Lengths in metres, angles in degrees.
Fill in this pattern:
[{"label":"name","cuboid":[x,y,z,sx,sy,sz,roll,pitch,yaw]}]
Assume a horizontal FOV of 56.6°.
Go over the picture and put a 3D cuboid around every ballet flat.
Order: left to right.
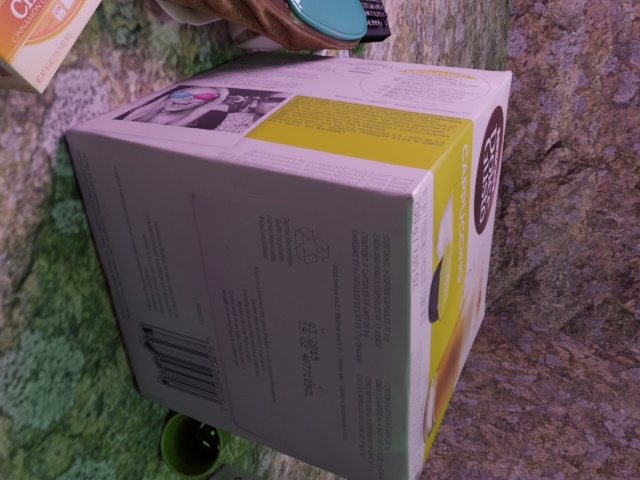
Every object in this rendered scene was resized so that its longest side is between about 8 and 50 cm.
[{"label":"ballet flat","cuboid":[-0.082,-0.262,0.636,0.342,0.124,0.116,-8,80,-57]}]

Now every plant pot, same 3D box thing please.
[{"label":"plant pot","cuboid":[-0.155,0.261,0.783,0.079,0.083,0.084,34,70,-76]}]

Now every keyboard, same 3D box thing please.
[{"label":"keyboard","cuboid":[0.045,-0.332,0.924,0.317,0.033,0.202,-32,112,-57]}]

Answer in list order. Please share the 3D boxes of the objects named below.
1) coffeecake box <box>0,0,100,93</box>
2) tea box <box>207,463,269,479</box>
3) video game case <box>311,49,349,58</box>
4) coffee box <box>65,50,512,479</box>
[{"label":"coffeecake box","cuboid":[-0.236,-0.216,0.395,0.143,0.068,0.185,-68,153,-19]},{"label":"tea box","cuboid":[-0.137,0.538,0.763,0.329,0.219,0.324,-17,115,-62]},{"label":"video game case","cuboid":[0.014,-0.203,0.982,0.206,0.026,0.227,49,57,-60]},{"label":"coffee box","cuboid":[0.000,0.000,0.671,0.334,0.337,0.338,-46,141,-49]}]
